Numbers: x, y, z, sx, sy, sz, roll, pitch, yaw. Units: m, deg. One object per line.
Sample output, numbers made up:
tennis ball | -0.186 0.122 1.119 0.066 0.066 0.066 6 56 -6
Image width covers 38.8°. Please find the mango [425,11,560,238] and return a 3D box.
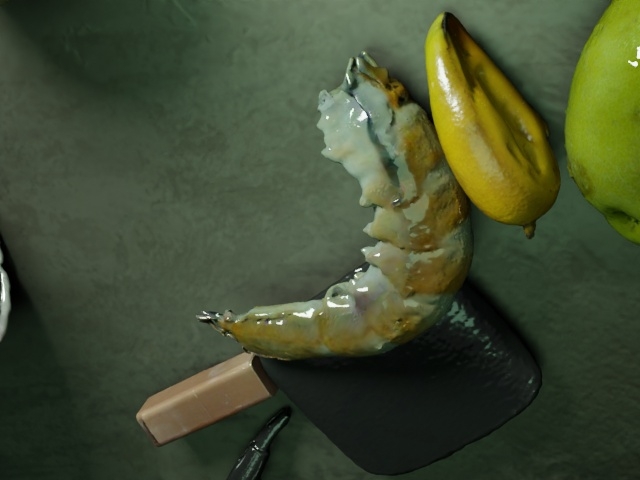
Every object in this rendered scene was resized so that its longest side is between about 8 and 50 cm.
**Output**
mango | 0.127 -0.088 0.704 0.066 0.101 0.187 -24 95 38

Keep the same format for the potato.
potato | 0.271 -0.109 0.619 0.186 0.148 0.253 25 110 38

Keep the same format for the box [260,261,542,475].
box | 0.071 0.114 0.834 0.212 0.042 0.201 -38 98 24

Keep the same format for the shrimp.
shrimp | 0.031 0.006 0.767 0.185 0.068 0.287 35 117 10

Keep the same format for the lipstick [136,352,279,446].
lipstick | -0.110 0.154 0.897 0.145 0.045 0.045 -27 102 22

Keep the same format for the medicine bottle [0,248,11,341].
medicine bottle | -0.518 0.070 0.875 0.378 0.213 0.214 -13 108 20

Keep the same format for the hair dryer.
hair dryer | -0.056 0.270 0.930 0.195 0.075 0.219 19 108 -4

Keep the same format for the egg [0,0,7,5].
egg | -0.303 -0.295 0.666 0.219 0.219 0.269 2 109 14
